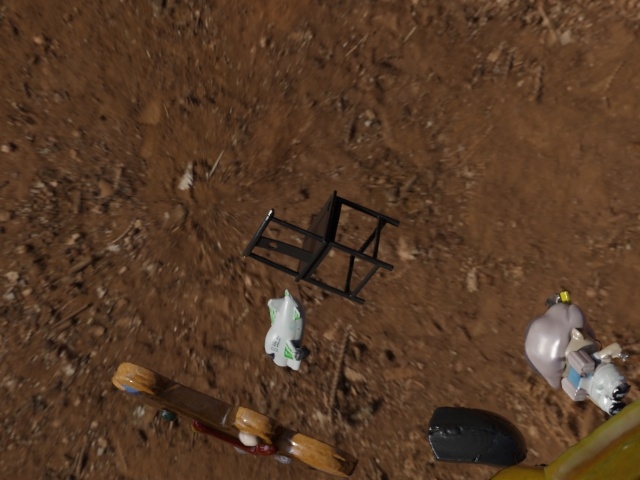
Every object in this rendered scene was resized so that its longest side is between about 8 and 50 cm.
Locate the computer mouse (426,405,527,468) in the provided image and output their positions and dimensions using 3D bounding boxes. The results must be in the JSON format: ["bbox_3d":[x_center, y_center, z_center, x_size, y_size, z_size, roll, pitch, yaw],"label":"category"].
[{"bbox_3d":[0.328,0.409,1.920,0.217,0.073,0.122,7,53,-2],"label":"computer mouse"}]

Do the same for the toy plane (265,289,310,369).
[{"bbox_3d":[-0.071,0.182,1.870,0.080,0.174,0.174,-5,93,-20],"label":"toy plane"}]

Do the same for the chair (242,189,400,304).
[{"bbox_3d":[0.000,0.000,1.775,0.260,0.154,0.141,23,48,-12],"label":"chair"}]

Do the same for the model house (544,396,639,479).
[{"bbox_3d":[0.292,0.207,0.741,0.268,0.239,0.173,-40,95,17],"label":"model house"}]

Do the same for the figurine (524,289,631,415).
[{"bbox_3d":[0.364,0.167,1.339,0.111,0.229,0.137,-13,123,-16],"label":"figurine"}]

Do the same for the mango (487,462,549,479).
[{"bbox_3d":[0.342,0.591,1.595,0.300,0.232,0.446,28,77,24],"label":"mango"}]

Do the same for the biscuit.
[{"bbox_3d":[-0.107,0.230,1.145,0.323,0.205,0.049,22,74,-7],"label":"biscuit"}]
